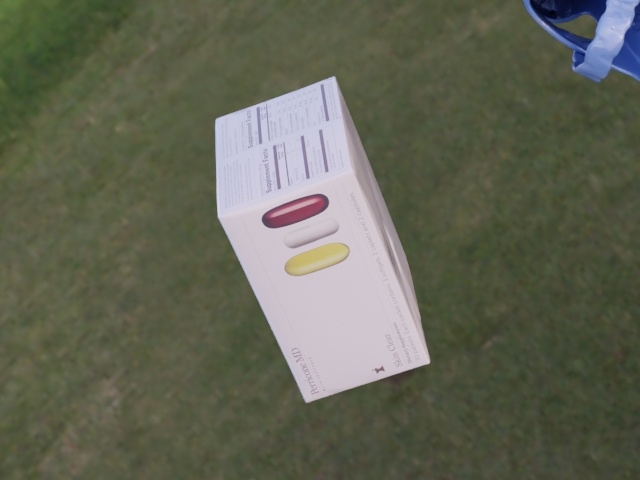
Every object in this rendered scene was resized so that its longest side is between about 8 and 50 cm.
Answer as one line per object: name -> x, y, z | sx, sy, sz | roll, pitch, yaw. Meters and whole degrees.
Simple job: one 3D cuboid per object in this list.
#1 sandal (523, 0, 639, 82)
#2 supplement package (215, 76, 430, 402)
sandal -> 0.255, -0.259, 1.491 | 0.138, 0.126, 0.317 | -15, 47, -35
supplement package -> 0.000, 0.000, 1.583 | 0.145, 0.261, 0.204 | -19, 33, 8
